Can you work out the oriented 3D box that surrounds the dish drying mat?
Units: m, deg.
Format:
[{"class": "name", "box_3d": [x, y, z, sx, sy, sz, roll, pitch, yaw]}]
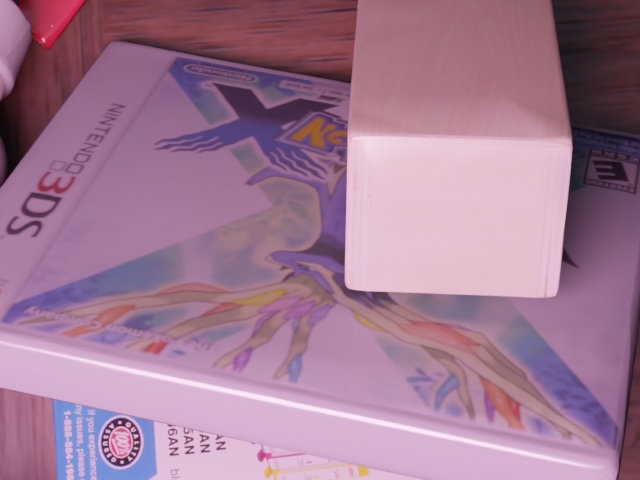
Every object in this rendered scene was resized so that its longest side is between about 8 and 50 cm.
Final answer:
[{"class": "dish drying mat", "box_3d": [-0.151, -0.156, 1.038, 0.032, 0.008, 0.083, 35, 87, 4]}]

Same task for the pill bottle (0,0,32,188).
[{"class": "pill bottle", "box_3d": [-0.272, -0.010, 0.937, 0.169, 0.169, 0.301, 20, 72, 3]}]

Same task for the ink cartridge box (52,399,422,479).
[{"class": "ink cartridge box", "box_3d": [-0.008, 0.160, 0.913, 0.233, 0.168, 0.171, -6, 71, 1]}]

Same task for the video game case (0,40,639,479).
[{"class": "video game case", "box_3d": [0.000, 0.000, 0.884, 0.329, 0.300, 0.036, 11, 124, 8]}]

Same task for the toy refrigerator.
[{"class": "toy refrigerator", "box_3d": [0.068, -0.077, 0.898, 0.102, 0.269, 0.094, 2, 121, 2]}]
